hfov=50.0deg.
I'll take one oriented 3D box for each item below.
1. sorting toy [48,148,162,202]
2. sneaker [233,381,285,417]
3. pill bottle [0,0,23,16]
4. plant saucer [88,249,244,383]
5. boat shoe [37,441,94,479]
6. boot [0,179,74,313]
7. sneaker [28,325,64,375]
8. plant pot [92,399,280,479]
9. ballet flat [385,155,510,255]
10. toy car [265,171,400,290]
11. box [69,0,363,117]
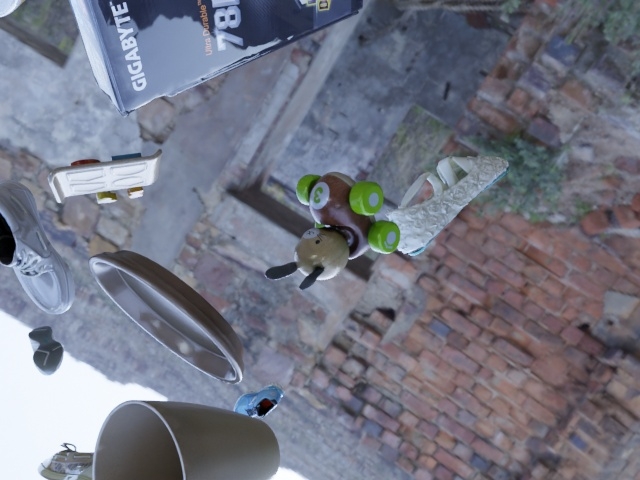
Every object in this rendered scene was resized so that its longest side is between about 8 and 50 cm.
[{"bbox_3d":[-0.466,-0.135,1.505,0.228,0.041,0.307,-14,175,-18],"label":"sorting toy"},{"bbox_3d":[-0.167,0.427,1.775,0.063,0.162,0.073,47,-154,-17],"label":"sneaker"},{"bbox_3d":[-0.416,-0.369,0.887,0.117,0.117,0.215,28,-136,-15],"label":"pill bottle"},{"bbox_3d":[-0.216,0.107,0.995,0.277,0.041,0.278,30,153,17],"label":"plant saucer"},{"bbox_3d":[-0.492,0.472,1.414,0.285,0.089,0.104,-8,139,47],"label":"boat shoe"},{"bbox_3d":[-0.517,0.030,1.186,0.123,0.095,0.259,-89,-19,-71],"label":"boot"},{"bbox_3d":[-0.493,0.211,1.246,0.053,0.061,0.152,-15,-156,-22],"label":"sneaker"},{"bbox_3d":[-0.209,0.397,1.206,0.274,0.257,0.256,7,-153,-49],"label":"plant pot"},{"bbox_3d":[0.304,-0.122,1.628,0.147,0.147,0.409,37,-125,22],"label":"ballet flat"},{"bbox_3d":[0.000,0.000,1.065,0.155,0.188,0.149,13,140,47],"label":"toy car"},{"bbox_3d":[-0.090,-0.291,0.606,0.073,0.293,0.296,45,154,30],"label":"box"}]
